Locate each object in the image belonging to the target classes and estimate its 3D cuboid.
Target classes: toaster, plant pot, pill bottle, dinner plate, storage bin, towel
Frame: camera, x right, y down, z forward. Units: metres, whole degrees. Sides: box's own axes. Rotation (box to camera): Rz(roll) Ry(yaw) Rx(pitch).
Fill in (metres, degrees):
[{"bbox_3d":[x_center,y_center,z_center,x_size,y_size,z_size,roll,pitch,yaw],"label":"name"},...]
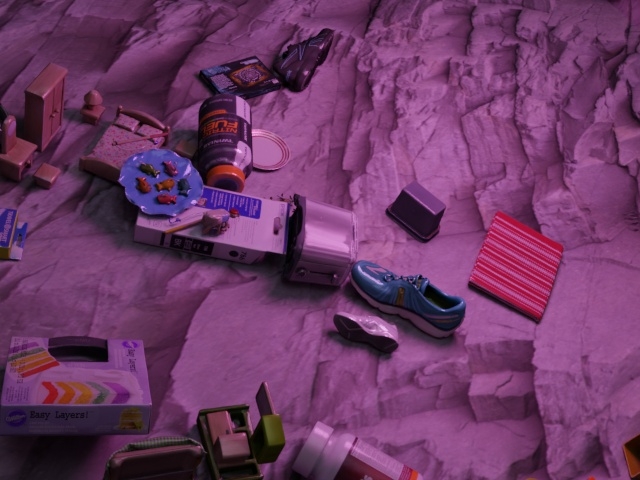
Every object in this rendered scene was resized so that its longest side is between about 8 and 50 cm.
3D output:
[{"bbox_3d":[0.000,0.000,1.945,0.147,0.129,0.227,14,44,-13],"label":"toaster"},{"bbox_3d":[0.705,0.457,1.831,0.083,0.081,0.081,18,45,-19],"label":"plant pot"},{"bbox_3d":[-0.224,-0.219,2.049,0.131,0.130,0.245,6,51,-15],"label":"pill bottle"},{"bbox_3d":[0.066,0.430,1.588,0.221,0.121,0.121,29,46,6],"label":"pill bottle"},{"bbox_3d":[-0.144,-0.224,2.164,0.141,0.017,0.141,10,47,-11],"label":"dinner plate"},{"bbox_3d":[0.245,-0.079,2.128,0.135,0.091,0.098,41,49,16],"label":"storage bin"},{"bbox_3d":[0.484,0.058,2.137,0.199,0.031,0.274,29,48,3],"label":"towel"}]

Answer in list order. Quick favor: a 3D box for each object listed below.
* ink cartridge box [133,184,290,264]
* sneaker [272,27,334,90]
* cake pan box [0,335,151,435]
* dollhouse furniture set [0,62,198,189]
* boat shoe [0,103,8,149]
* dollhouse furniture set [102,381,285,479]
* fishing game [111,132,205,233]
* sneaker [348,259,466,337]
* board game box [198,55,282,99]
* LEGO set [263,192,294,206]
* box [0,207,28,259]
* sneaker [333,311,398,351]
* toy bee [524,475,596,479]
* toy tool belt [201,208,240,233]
[{"bbox_3d":[-0.238,-0.042,1.937,0.333,0.065,0.165,12,47,-8],"label":"ink cartridge box"},{"bbox_3d":[-0.041,-0.524,2.413,0.106,0.101,0.267,25,46,5],"label":"sneaker"},{"bbox_3d":[-0.429,0.251,1.530,0.246,0.070,0.267,6,18,-16],"label":"cake pan box"},{"bbox_3d":[-0.480,-0.227,1.936,0.356,0.173,0.303,22,47,0],"label":"dollhouse furniture set"},{"bbox_3d":[-0.754,-0.287,1.971,0.079,0.084,0.233,27,21,-52],"label":"boat shoe"},{"bbox_3d":[-0.238,0.340,1.502,0.302,0.197,0.151,-3,54,-23],"label":"dollhouse furniture set"},{"bbox_3d":[-0.347,-0.135,1.899,0.189,0.041,0.264,-16,64,-32],"label":"fishing game"},{"bbox_3d":[0.197,0.108,1.931,0.275,0.110,0.107,25,46,3],"label":"sneaker"},{"bbox_3d":[-0.213,-0.428,2.314,0.186,0.026,0.126,-23,61,-34],"label":"board game box"},{"bbox_3d":[-0.096,-0.088,2.063,0.083,0.023,0.054,8,44,4],"label":"LEGO set"},{"bbox_3d":[-0.694,-0.020,1.764,0.178,0.042,0.109,7,48,-13],"label":"box"},{"bbox_3d":[0.098,0.188,1.869,0.152,0.053,0.061,24,37,-7],"label":"sneaker"},{"bbox_3d":[0.433,0.538,1.631,0.298,0.162,0.195,15,32,-42],"label":"toy bee"},{"bbox_3d":[-0.218,-0.040,1.876,0.083,0.051,0.052,-10,38,-41],"label":"toy tool belt"}]
